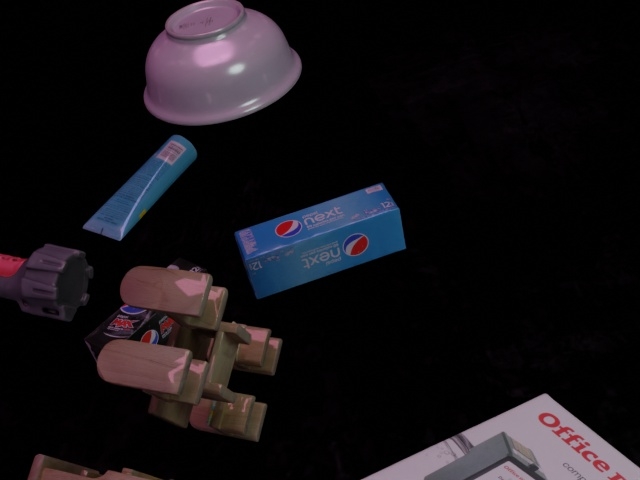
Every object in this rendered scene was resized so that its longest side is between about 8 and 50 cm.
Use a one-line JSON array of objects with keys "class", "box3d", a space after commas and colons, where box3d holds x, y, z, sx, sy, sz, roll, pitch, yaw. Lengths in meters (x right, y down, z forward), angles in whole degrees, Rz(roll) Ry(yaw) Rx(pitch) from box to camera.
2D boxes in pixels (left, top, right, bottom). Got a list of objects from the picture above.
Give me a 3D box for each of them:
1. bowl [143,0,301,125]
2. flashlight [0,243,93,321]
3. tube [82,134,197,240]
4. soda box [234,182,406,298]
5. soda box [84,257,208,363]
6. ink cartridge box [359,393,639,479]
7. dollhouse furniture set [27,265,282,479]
[{"class": "bowl", "box3d": [-0.190, -0.340, 1.601, 0.298, 0.134, 0.298, -8, 38, 6]}, {"class": "flashlight", "box3d": [-0.457, 0.028, 1.254, 0.304, 0.103, 0.103, 7, 40, 26]}, {"class": "tube", "box3d": [-0.271, -0.080, 1.376, 0.080, 0.052, 0.207, 12, 50, 35]}, {"class": "soda box", "box3d": [0.000, 0.000, 1.175, 0.210, 0.071, 0.067, -18, 38, -6]}, {"class": "soda box", "box3d": [-0.210, 0.098, 1.126, 0.053, 0.060, 0.169, 19, 49, 36]}, {"class": "ink cartridge box", "box3d": [0.141, 0.267, 0.715, 0.289, 0.121, 0.211, -18, 38, -29]}, {"class": "dollhouse furniture set", "box3d": [-0.171, 0.165, 0.920, 0.161, 0.212, 0.242, 6, 69, 21]}]
